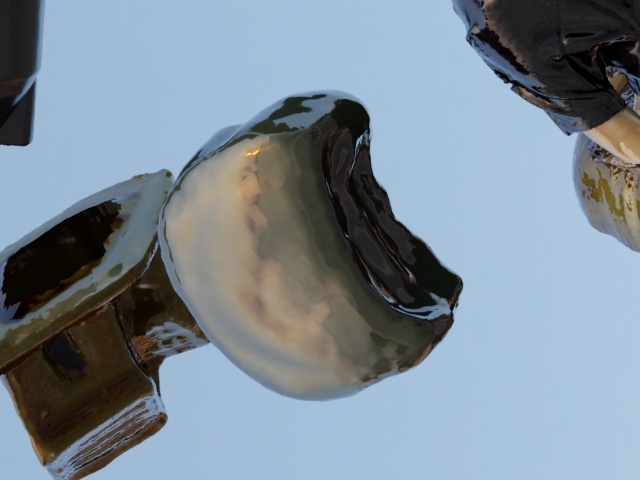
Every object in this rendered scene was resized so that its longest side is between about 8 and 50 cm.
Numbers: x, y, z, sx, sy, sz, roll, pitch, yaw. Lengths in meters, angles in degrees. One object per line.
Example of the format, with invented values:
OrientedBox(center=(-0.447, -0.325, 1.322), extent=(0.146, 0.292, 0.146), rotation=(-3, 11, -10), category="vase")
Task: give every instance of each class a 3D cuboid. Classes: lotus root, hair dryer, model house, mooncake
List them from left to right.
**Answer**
OrientedBox(center=(-0.349, -0.223, 1.337), extent=(0.116, 0.302, 0.244), rotation=(-14, -58, -43), category="hair dryer")
OrientedBox(center=(-0.195, 0.098, 1.453), extent=(0.268, 0.173, 0.239), rotation=(-33, -57, -21), category="model house")
OrientedBox(center=(0.000, 0.000, 0.883), extent=(0.104, 0.168, 0.175), rotation=(-44, -38, -48), category="mooncake")
OrientedBox(center=(0.266, -0.082, 1.170), extent=(0.078, 0.204, 0.183), rotation=(43, -101, -31), category="lotus root")

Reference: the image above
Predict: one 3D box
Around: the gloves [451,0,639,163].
OrientedBox(center=(0.166, -0.128, 0.943), extent=(0.203, 0.124, 0.164), rotation=(27, -132, -19), category="gloves")
